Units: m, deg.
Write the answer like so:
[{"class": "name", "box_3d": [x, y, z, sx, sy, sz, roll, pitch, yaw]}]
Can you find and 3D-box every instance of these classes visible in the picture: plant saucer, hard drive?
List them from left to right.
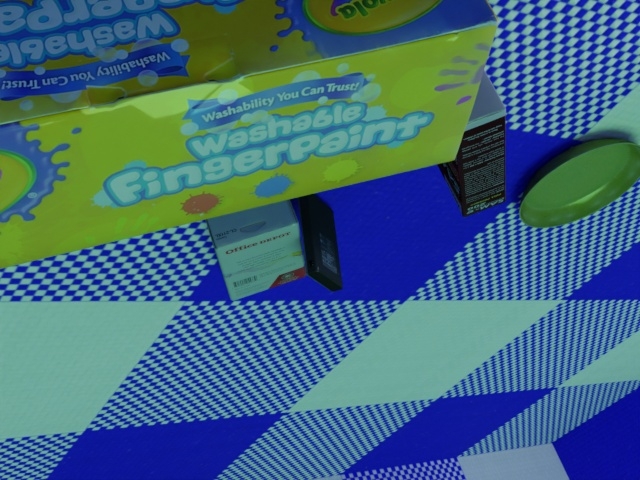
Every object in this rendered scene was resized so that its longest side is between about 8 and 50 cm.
[{"class": "hard drive", "box_3d": [0.000, 0.000, 1.371, 0.022, 0.135, 0.094, -16, 154, 21]}, {"class": "plant saucer", "box_3d": [0.454, -0.106, 1.599, 0.241, 0.037, 0.241, -16, 152, -9]}]

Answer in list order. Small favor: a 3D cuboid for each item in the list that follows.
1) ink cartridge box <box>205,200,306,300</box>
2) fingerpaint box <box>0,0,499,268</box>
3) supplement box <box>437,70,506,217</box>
[{"class": "ink cartridge box", "box_3d": [-0.096, 0.007, 1.382, 0.128, 0.072, 0.175, -17, 151, -7]}, {"class": "fingerpaint box", "box_3d": [-0.154, -0.195, 0.690, 0.445, 0.371, 0.163, -15, 151, -13]}, {"class": "supplement box", "box_3d": [0.199, -0.148, 1.257, 0.073, 0.130, 0.239, -21, 151, 1]}]
